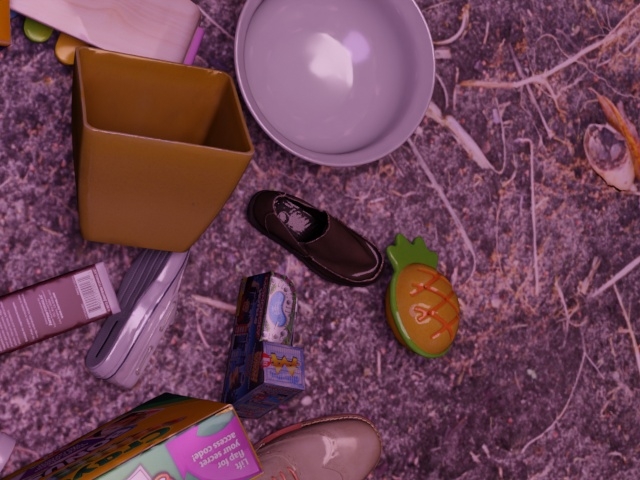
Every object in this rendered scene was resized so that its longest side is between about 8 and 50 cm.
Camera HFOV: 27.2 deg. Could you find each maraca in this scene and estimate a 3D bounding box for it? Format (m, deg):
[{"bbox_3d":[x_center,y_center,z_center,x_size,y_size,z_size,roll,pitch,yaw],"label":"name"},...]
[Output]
[{"bbox_3d":[0.143,0.079,1.901,0.127,0.099,0.186,10,64,-46],"label":"maraca"}]

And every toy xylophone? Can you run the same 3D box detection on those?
[{"bbox_3d":[-0.293,-0.336,1.785,0.322,0.081,0.236,31,76,-15],"label":"toy xylophone"}]

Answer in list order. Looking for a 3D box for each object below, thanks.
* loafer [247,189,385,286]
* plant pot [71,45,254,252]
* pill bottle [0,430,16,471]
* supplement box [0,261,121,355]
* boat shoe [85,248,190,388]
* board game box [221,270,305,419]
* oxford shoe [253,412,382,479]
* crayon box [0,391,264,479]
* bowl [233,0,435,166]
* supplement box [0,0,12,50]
[{"bbox_3d":[0.000,0.000,1.863,0.220,0.078,0.080,27,77,-16],"label":"loafer"},{"bbox_3d":[-0.226,-0.105,1.712,0.212,0.212,0.187,9,123,-20],"label":"plant pot"},{"bbox_3d":[-0.474,0.239,1.662,0.169,0.094,0.094,33,75,-15],"label":"pill bottle"},{"bbox_3d":[-0.387,0.101,1.687,0.239,0.130,0.073,-20,92,-20],"label":"supplement box"},{"bbox_3d":[-0.232,0.093,1.782,0.076,0.083,0.226,39,78,-36],"label":"boat shoe"},{"bbox_3d":[-0.068,0.143,1.765,0.060,0.194,0.194,11,82,-19],"label":"board game box"},{"bbox_3d":[-0.072,0.352,1.770,0.397,0.146,0.140,-27,94,-20],"label":"oxford shoe"},{"bbox_3d":[-0.287,0.313,1.607,0.363,0.313,0.106,-27,95,-20],"label":"crayon box"},{"bbox_3d":[0.003,-0.241,1.857,0.298,0.134,0.298,2,84,-19],"label":"bowl"},{"bbox_3d":[-0.566,-0.326,1.558,0.356,0.195,0.194,7,75,-40],"label":"supplement box"}]
